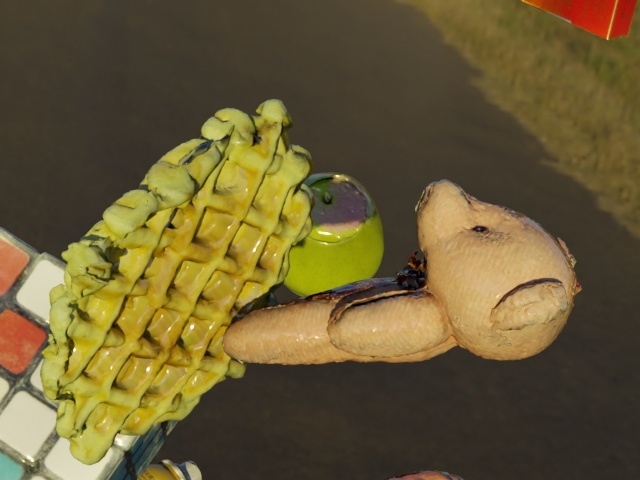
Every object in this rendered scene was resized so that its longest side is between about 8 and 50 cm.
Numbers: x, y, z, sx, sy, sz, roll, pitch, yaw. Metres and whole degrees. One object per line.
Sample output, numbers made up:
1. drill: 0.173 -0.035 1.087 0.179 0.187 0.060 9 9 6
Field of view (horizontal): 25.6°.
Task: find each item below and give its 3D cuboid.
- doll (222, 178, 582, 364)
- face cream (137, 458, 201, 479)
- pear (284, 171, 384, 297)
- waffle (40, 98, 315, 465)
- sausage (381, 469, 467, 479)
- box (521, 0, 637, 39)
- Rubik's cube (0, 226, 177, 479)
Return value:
1. doll: 0.064 0.031 1.184 0.303 0.156 0.201 -7 5 11
2. face cream: -0.329 0.430 2.136 0.349 0.105 0.105 -27 37 -34
3. pear: 0.000 0.000 2.086 0.188 0.187 0.219 9 -25 -7
4. waffle: -0.121 0.038 1.198 0.073 0.297 0.317 33 51 28
5. sausage: 0.063 0.333 1.477 0.254 0.148 0.148 -25 7 18
6. box: 0.332 -0.340 1.818 0.048 0.112 0.175 -16 37 -38
7. Rubik's cube: -0.299 0.171 1.473 0.253 0.256 0.259 32 -15 6
